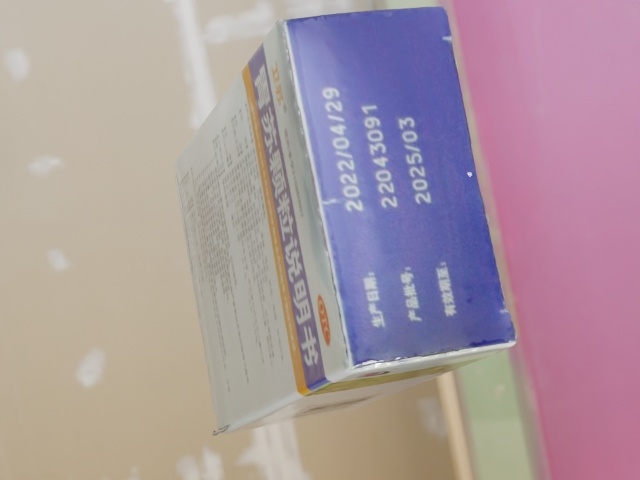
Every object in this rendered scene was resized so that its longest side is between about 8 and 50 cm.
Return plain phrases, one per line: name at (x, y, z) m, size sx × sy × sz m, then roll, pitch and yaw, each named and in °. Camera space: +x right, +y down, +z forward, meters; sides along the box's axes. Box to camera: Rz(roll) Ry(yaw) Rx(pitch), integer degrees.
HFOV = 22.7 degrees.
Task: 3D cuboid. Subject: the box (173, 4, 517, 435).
box at (0.000, 0.000, 0.994) m, size 0.106 × 0.200 × 0.299 m, roll -7°, pitch 169°, yaw -20°
